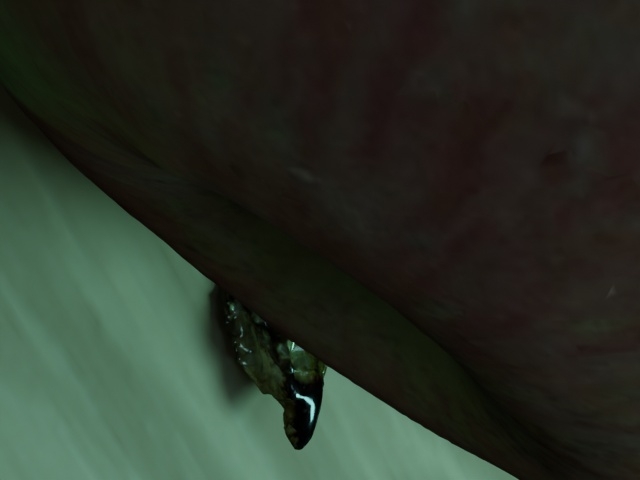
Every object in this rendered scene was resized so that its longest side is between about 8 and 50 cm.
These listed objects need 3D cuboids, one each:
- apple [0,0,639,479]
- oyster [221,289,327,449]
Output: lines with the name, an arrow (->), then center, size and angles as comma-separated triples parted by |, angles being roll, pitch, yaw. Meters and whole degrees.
apple -> 0.067, -0.094, 0.453 | 0.345, 0.345, 0.269 | 43, 76, -43
oyster -> 0.001, 0.000, 0.612 | 0.086, 0.029, 0.132 | -25, 113, -43
